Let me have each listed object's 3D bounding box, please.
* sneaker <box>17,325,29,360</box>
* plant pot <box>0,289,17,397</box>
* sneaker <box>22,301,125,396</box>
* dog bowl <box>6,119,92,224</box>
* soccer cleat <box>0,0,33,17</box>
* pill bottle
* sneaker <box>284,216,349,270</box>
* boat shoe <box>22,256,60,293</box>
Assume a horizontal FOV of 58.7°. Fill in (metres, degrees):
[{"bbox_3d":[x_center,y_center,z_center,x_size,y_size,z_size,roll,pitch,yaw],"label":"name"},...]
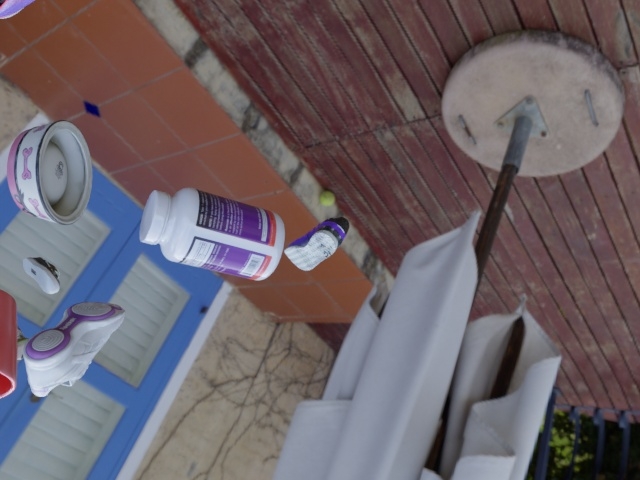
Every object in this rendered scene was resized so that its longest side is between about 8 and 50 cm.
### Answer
[{"bbox_3d":[-1.057,0.319,1.682,0.409,0.182,0.158,-18,179,-4],"label":"sneaker"},{"bbox_3d":[-0.929,0.262,1.498,0.274,0.243,0.275,-5,145,-4],"label":"plant pot"},{"bbox_3d":[-0.580,0.246,1.347,0.114,0.305,0.152,16,113,14],"label":"sneaker"},{"bbox_3d":[-1.063,-0.266,2.241,0.150,0.408,0.408,2,147,5],"label":"dog bowl"},{"bbox_3d":[-0.703,-0.625,1.356,0.318,0.116,0.109,-24,115,16],"label":"soccer cleat"},{"bbox_3d":[-0.260,-0.019,1.383,0.322,0.182,0.181,16,156,-29],"label":"pill bottle"},{"bbox_3d":[0.001,0.001,1.841,0.102,0.146,0.293,48,146,-11],"label":"sneaker"},{"bbox_3d":[-0.926,0.108,1.927,0.219,0.070,0.078,30,119,34],"label":"boat shoe"}]
